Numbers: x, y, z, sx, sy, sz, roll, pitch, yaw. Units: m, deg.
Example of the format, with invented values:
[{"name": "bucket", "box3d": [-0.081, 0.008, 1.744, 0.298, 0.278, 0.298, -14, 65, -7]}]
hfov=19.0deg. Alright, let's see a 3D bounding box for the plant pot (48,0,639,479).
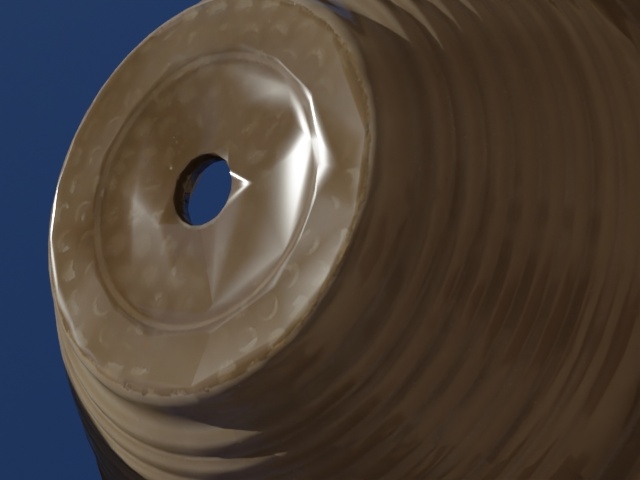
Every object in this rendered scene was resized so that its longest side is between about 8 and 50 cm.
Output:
[{"name": "plant pot", "box3d": [0.000, 0.000, 0.558, 0.110, 0.237, 0.237, 27, -124, -48]}]
